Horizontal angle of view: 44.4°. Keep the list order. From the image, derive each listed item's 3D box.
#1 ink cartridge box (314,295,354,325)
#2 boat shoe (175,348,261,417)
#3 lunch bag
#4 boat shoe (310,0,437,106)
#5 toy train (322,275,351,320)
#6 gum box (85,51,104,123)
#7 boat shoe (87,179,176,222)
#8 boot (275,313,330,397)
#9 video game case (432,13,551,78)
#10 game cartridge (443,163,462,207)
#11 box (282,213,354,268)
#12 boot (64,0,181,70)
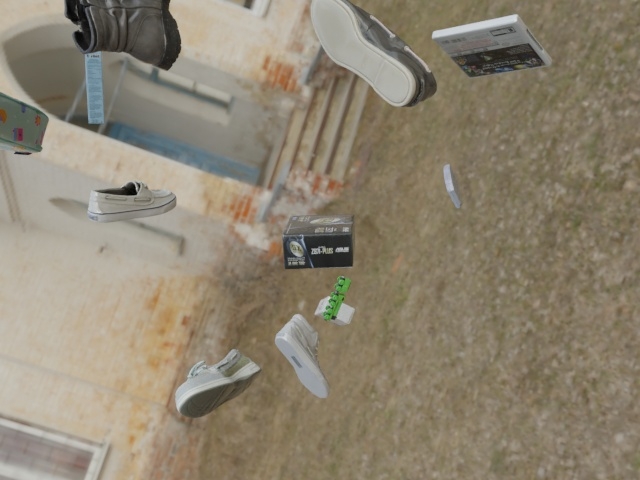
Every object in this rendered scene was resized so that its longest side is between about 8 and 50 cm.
[{"bbox_3d":[0.041,0.210,2.315,0.052,0.088,0.122,-66,7,-12],"label":"ink cartridge box"},{"bbox_3d":[-0.251,0.327,1.844,0.118,0.103,0.320,-52,-15,20],"label":"boat shoe"},{"bbox_3d":[-0.760,-0.267,1.737,0.279,0.223,0.108,22,-105,-71],"label":"lunch bag"},{"bbox_3d":[0.104,-0.386,1.590,0.095,0.335,0.112,-13,-36,-42],"label":"boat shoe"},{"bbox_3d":[0.028,0.098,1.305,0.017,0.023,0.083,-124,52,-63],"label":"toy train"},{"bbox_3d":[-0.560,-0.406,1.948,0.157,0.041,0.185,-114,26,-55],"label":"gum box"},{"bbox_3d":[-0.480,-0.112,2.020,0.267,0.096,0.088,-13,-62,-45],"label":"boat shoe"},{"bbox_3d":[-0.027,0.344,2.365,0.095,0.258,0.123,-10,29,45],"label":"boot"},{"bbox_3d":[0.354,-0.396,1.618,0.190,0.173,0.022,-1,69,39],"label":"video game case"},{"bbox_3d":[0.255,-0.108,1.522,0.083,0.017,0.056,-88,-25,-48],"label":"game cartridge"},{"bbox_3d":[0.000,0.000,1.707,0.180,0.147,0.078,-73,-19,-74],"label":"box"},{"bbox_3d":[-0.429,-0.519,1.651,0.118,0.222,0.338,-44,54,36],"label":"boot"}]
